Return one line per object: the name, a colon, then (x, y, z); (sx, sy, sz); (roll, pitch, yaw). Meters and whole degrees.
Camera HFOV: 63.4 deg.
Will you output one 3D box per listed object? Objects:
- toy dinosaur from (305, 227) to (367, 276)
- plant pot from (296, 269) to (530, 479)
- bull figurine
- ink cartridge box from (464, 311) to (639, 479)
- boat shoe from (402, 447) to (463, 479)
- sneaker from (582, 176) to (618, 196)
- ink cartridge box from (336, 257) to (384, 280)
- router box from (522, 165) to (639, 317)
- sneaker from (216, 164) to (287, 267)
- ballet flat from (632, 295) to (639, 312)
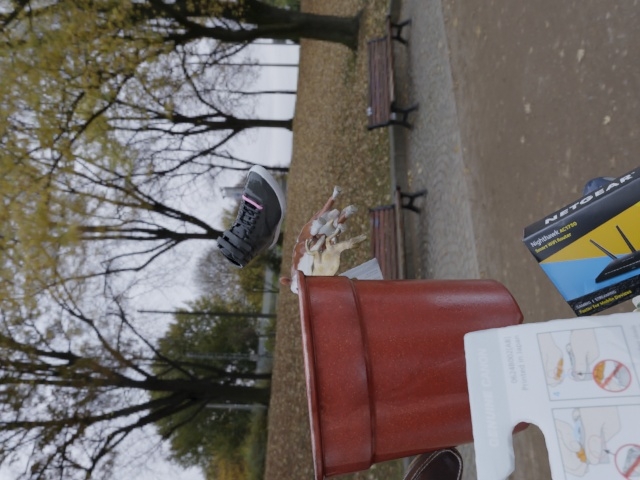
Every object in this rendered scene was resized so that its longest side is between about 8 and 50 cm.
toy dinosaur: (0.003, 0.039, 0.919); (0.183, 0.053, 0.092); (-51, 37, 21)
plant pot: (0.112, 0.162, 0.679); (0.272, 0.265, 0.272); (175, 90, -87)
bull figurine: (0.000, 0.000, 1.288); (0.188, 0.101, 0.310); (-54, 10, 33)
ink cartridge box: (0.324, 0.203, 0.394); (0.091, 0.385, 0.308); (58, -151, -48)
boat shoe: (0.126, 0.364, 0.682); (0.207, 0.073, 0.073); (-56, -9, -9)
sneaker: (0.745, -0.111, 1.112); (0.112, 0.319, 0.131); (-54, -33, -37)
ink cartridge box: (0.069, 0.175, 1.110); (0.232, 0.189, 0.066); (69, 163, -9)
router box: (0.362, 0.001, 0.628); (0.133, 0.179, 0.046); (52, -149, -5)
sneaker: (-0.165, -0.037, 1.183); (0.147, 0.105, 0.295); (-45, -18, -30)
ballet flat: (0.596, 0.113, 0.909); (0.083, 0.087, 0.247); (-77, -31, -49)
